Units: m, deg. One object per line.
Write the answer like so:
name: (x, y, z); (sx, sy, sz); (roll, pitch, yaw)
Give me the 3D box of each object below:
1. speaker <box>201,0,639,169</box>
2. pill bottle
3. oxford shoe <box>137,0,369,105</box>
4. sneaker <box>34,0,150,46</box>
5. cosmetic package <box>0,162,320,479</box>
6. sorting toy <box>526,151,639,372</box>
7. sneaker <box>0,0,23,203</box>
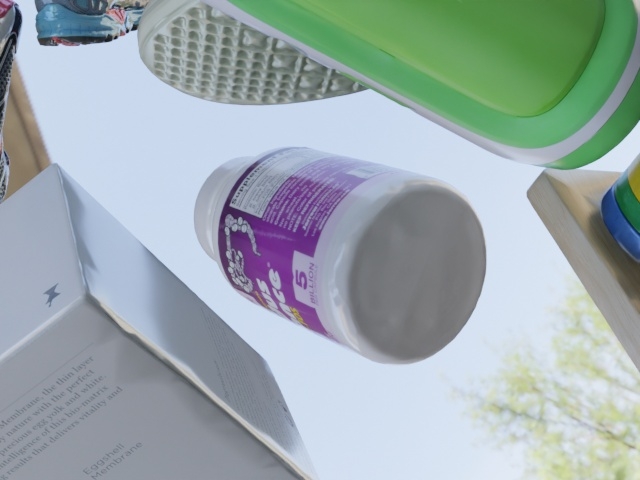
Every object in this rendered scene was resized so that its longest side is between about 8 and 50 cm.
speaker: (0.041, -0.145, 0.524); (0.296, 0.131, 0.131); (24, -89, -24)
pill bottle: (0.000, 0.000, 0.939); (0.169, 0.301, 0.169); (-8, -74, -32)
oxford shoe: (0.070, -0.219, 0.652); (0.169, 0.449, 0.130); (30, -136, -51)
sneaker: (-0.247, -0.302, 1.131); (0.262, 0.104, 0.125); (-74, -17, -68)
cosmetic package: (-0.160, 0.118, 0.577); (0.224, 0.138, 0.224); (-36, -49, 5)
sorting toy: (0.308, 0.032, 0.645); (0.255, 0.257, 0.089); (0, -42, -31)
sneaker: (-0.384, -0.120, 1.063); (0.112, 0.121, 0.299); (18, -92, -53)
